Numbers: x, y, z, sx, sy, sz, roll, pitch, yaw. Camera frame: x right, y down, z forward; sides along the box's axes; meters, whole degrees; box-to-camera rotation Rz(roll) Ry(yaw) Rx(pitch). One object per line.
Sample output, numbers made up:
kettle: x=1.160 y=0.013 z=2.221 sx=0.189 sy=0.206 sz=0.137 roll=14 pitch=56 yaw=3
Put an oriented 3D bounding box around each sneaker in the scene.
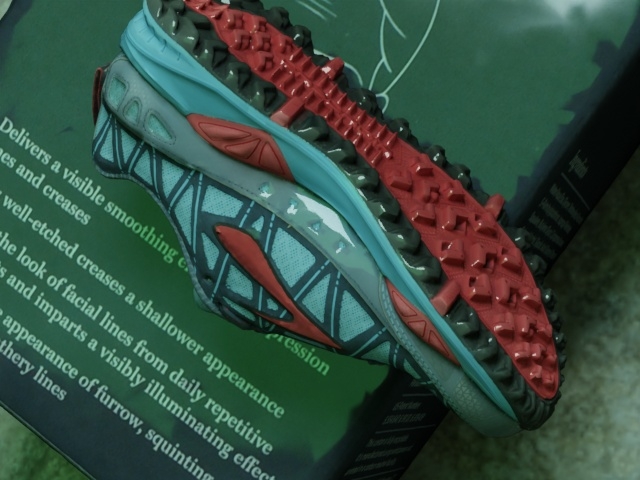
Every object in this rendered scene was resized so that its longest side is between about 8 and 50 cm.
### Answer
sneaker: x=0.000 y=0.000 z=0.724 sx=0.262 sy=0.104 sz=0.125 roll=46 pitch=125 yaw=6

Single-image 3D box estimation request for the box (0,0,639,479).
box: x=-0.015 y=-0.052 z=0.874 sx=0.293 sy=0.212 sz=0.395 roll=37 pitch=95 yaw=15
